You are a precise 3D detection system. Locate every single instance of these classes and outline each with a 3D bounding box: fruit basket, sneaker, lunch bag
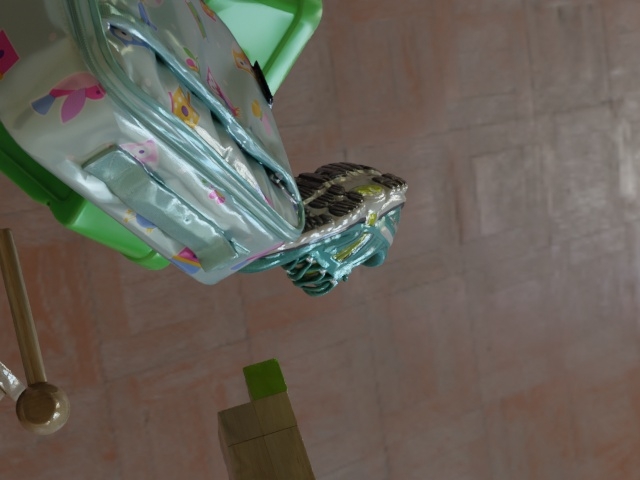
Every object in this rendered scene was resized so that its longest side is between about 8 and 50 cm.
[{"bbox_3d":[-0.179,-0.184,1.341,0.392,0.283,0.392,-44,159,-21],"label":"fruit basket"},{"bbox_3d":[0.000,0.000,1.066,0.275,0.107,0.110,-14,117,-57],"label":"sneaker"},{"bbox_3d":[-0.117,-0.099,0.814,0.279,0.108,0.224,40,22,-53],"label":"lunch bag"}]

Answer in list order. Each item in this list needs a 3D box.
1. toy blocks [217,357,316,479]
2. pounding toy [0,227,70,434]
[{"bbox_3d":[-0.052,0.383,1.601,0.191,0.261,0.381,-16,70,-11],"label":"toy blocks"},{"bbox_3d":[-0.288,0.063,0.900,0.269,0.154,0.155,36,72,9],"label":"pounding toy"}]
